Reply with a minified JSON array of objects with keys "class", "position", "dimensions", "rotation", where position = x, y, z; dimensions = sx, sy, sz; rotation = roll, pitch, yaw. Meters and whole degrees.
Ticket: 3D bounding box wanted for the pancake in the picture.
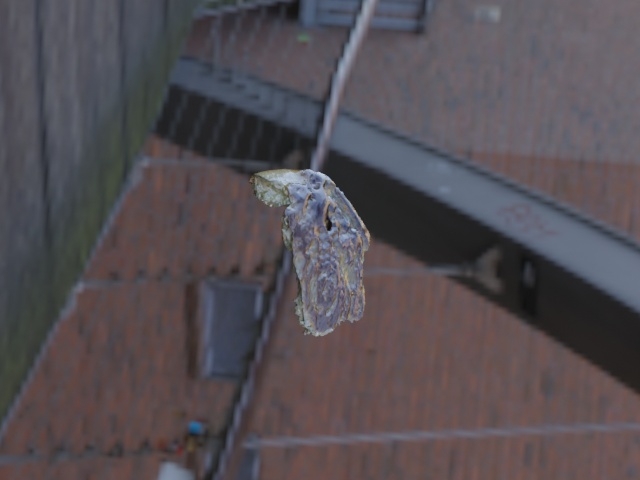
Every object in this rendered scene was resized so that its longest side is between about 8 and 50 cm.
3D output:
[{"class":"pancake","position":[0.000,0.000,2.118],"dimensions":[0.212,0.056,0.257],"rotation":[-36,118,-54]}]
